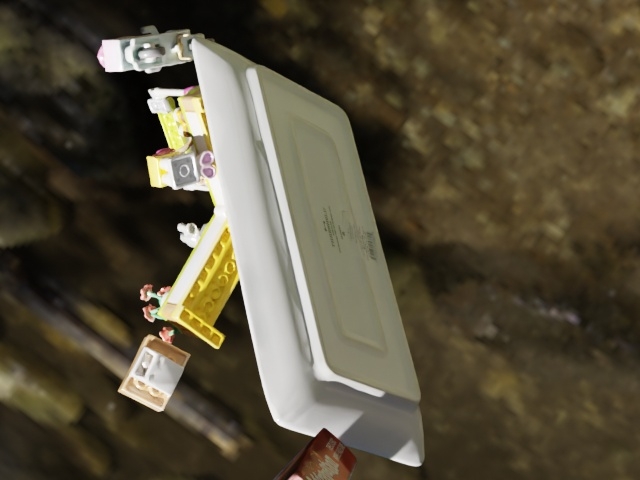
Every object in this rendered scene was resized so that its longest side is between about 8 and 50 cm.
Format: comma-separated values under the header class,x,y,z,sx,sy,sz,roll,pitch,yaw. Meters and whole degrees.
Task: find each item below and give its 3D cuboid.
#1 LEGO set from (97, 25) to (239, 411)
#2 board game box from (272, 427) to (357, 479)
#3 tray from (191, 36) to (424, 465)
class,x,y,z,sx,sy,sz,roll,pitch,yaw
LEGO set,-0.114,-0.019,1.313,0.107,0.132,0.287,8,100,51
board game box,-0.091,0.202,0.779,0.027,0.281,0.145,43,-176,1
tray,0.000,0.000,1.052,0.030,0.270,0.145,-30,147,28
